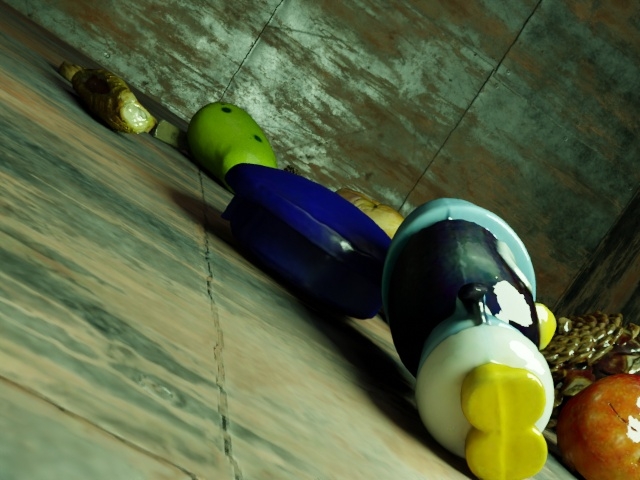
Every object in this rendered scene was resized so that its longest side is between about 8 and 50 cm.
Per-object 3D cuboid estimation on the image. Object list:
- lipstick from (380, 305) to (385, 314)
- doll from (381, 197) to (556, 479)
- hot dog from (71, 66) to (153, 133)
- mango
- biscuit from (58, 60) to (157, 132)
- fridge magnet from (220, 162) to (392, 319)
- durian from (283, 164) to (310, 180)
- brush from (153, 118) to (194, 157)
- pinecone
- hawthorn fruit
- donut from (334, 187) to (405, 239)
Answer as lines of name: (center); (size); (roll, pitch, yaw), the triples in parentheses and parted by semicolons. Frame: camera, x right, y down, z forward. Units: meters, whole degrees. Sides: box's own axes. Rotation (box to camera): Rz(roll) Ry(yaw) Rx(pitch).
lipstick: (0.146, 0.112, 0.927); (0.070, 0.070, 0.254); (32, 4, -19)
doll: (0.128, 0.067, 0.609); (0.141, 0.177, 0.314); (-7, 24, 3)
hot dog: (-0.345, -0.228, 1.132); (0.289, 0.068, 0.083); (32, -22, 53)
mango: (-0.171, -0.177, 1.400); (0.175, 0.143, 0.293); (31, 14, -38)
biscuit: (-0.432, -0.298, 1.442); (0.202, 0.044, 0.289); (31, 3, -39)
fridge magnet: (0.000, 0.000, 0.810); (0.265, 0.112, 0.265); (33, 4, -3)
durian: (-0.068, -0.122, 1.798); (0.148, 0.091, 0.188); (58, -16, 3)
brush: (-0.281, -0.203, 1.511); (0.036, 0.043, 0.248); (17, -3, 28)
pinecone: (0.378, 0.199, 0.998); (0.208, 0.207, 0.208); (34, 4, -3)
hawthorn fruit: (0.335, 0.224, 0.788); (0.148, 0.148, 0.172); (33, -23, -9)
donut: (0.127, 0.015, 1.354); (0.299, 0.150, 0.317); (34, 5, 11)
